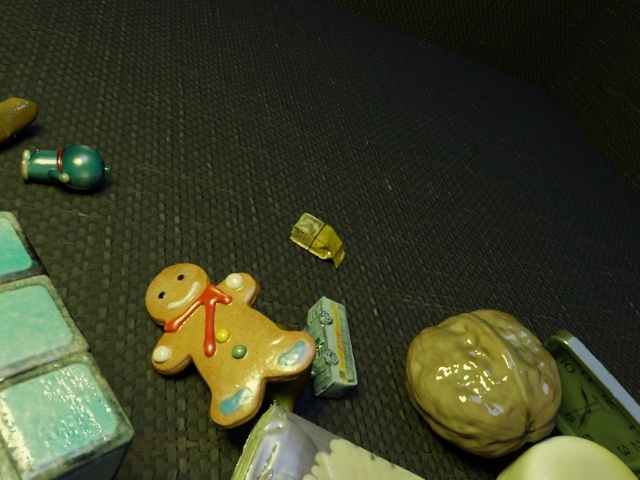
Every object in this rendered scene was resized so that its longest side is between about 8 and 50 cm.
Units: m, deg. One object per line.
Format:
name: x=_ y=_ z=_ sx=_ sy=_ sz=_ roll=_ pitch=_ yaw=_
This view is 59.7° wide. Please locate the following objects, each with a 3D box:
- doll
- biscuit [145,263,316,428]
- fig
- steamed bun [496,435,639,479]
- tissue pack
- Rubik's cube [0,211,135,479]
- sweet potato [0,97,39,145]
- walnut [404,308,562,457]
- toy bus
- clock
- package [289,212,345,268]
doll: x=-0.470 y=-0.137 z=1.035 sx=0.152 sy=0.085 sz=0.114 roll=-1 pitch=36 yaw=-22
biscuit: x=-0.171 y=0.136 z=0.866 sx=0.205 sy=0.049 sz=0.324 roll=-40 pitch=51 yaw=-13
fig: x=-0.069 y=0.242 z=0.868 sx=0.124 sy=0.124 sz=0.236 roll=11 pitch=53 yaw=-26
steamed bun: x=0.421 y=0.433 z=0.953 sx=0.242 sy=0.146 sz=0.164 roll=12 pitch=44 yaw=-16
tissue pack: x=0.034 y=0.398 z=0.724 sx=0.344 sy=0.125 sz=0.242 roll=29 pitch=49 yaw=-5
Rubik's cube: x=-0.403 y=0.194 z=0.526 sx=0.301 sy=0.303 sz=0.305 roll=-18 pitch=57 yaw=-46
sweet potato: x=-0.621 y=-0.192 z=1.001 sx=0.077 sy=0.077 sz=0.243 roll=36 pitch=46 yaw=5
walnut: x=0.288 y=0.249 z=1.003 sx=0.227 sy=0.273 sz=0.273 roll=53 pitch=21 yaw=-39
toy bus: x=0.017 y=0.195 z=1.017 sx=0.075 sy=0.064 sz=0.190 roll=24 pitch=36 yaw=-30
clock: x=0.494 y=0.311 z=1.030 sx=0.049 sy=0.279 sz=0.273 roll=-30 pitch=67 yaw=-16
package: x=0.000 y=0.000 z=1.233 sx=0.131 sy=0.047 sz=0.071 roll=34 pitch=34 yaw=5
